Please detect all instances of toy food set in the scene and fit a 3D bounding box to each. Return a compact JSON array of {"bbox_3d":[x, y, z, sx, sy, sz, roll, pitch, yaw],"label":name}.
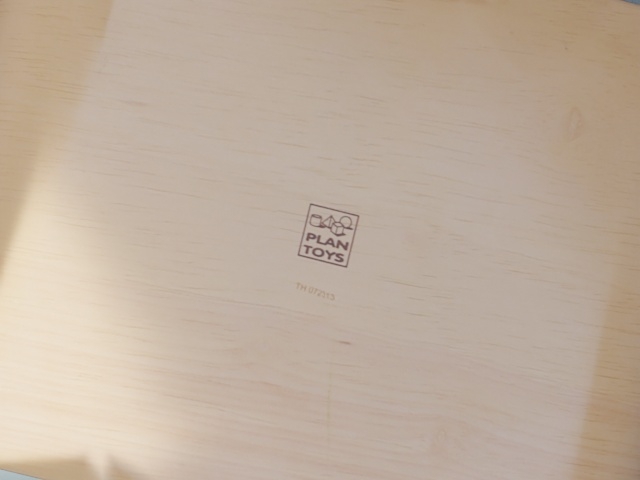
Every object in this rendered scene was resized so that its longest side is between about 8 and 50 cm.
[{"bbox_3d":[0.000,0.000,0.663,0.306,0.092,0.220,14,85,-4],"label":"toy food set"}]

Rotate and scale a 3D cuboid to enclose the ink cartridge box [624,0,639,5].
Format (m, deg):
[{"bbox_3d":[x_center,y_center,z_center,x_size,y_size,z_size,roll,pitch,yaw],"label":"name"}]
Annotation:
[{"bbox_3d":[0.163,-0.146,0.768,0.289,0.121,0.211,26,89,-6],"label":"ink cartridge box"}]

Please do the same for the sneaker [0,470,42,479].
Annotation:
[{"bbox_3d":[-0.187,0.062,0.742,0.319,0.127,0.208,-8,95,-15],"label":"sneaker"}]
